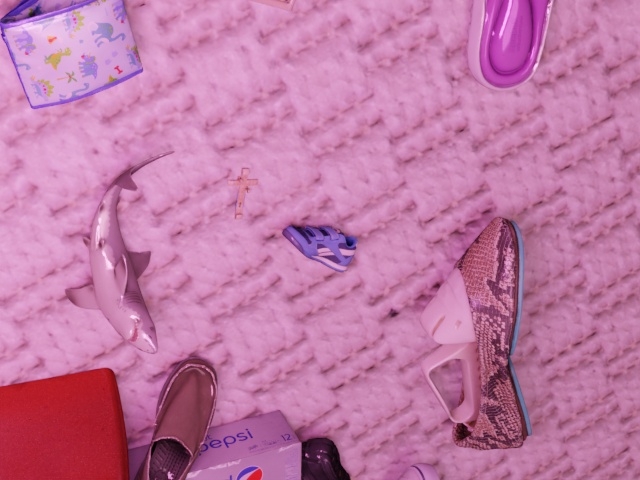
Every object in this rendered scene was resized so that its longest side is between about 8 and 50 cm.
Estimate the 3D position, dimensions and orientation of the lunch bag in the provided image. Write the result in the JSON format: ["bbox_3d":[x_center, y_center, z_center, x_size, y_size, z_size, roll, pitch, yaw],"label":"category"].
[{"bbox_3d":[-0.317,-0.249,1.604,0.151,0.096,0.128,-30,129,-20],"label":"lunch bag"}]

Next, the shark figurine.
[{"bbox_3d":[-0.274,0.007,1.807,0.116,0.166,0.278,-15,110,-50],"label":"shark figurine"}]

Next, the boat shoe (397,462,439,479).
[{"bbox_3d":[0.091,0.548,2.304,0.156,0.136,0.367,5,126,-27],"label":"boat shoe"}]

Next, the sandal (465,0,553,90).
[{"bbox_3d":[0.298,-0.401,1.824,0.169,0.102,0.416,-16,125,-18],"label":"sandal"}]

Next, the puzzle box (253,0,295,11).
[{"bbox_3d":[-0.086,-0.508,1.591,0.272,0.052,0.409,8,115,-32],"label":"puzzle box"}]

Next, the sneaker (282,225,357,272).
[{"bbox_3d":[0.000,0.000,1.954,0.144,0.053,0.059,23,107,-45],"label":"sneaker"}]

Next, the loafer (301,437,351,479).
[{"bbox_3d":[0.004,0.416,2.210,0.078,0.076,0.223,-3,136,16],"label":"loafer"}]

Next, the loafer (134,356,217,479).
[{"bbox_3d":[-0.213,0.299,1.943,0.094,0.087,0.251,19,75,-14],"label":"loafer"}]

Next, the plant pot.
[{"bbox_3d":[-0.398,0.379,1.864,0.267,0.236,0.267,-9,122,-23],"label":"plant pot"}]

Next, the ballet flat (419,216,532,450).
[{"bbox_3d":[0.258,0.182,2.148,0.182,0.164,0.482,-11,127,-3],"label":"ballet flat"}]

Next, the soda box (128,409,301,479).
[{"bbox_3d":[-0.178,0.368,2.059,0.286,0.098,0.091,-13,123,-21],"label":"soda box"}]

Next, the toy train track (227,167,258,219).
[{"bbox_3d":[-0.115,-0.067,1.875,0.048,0.014,0.083,-4,121,-25],"label":"toy train track"}]
